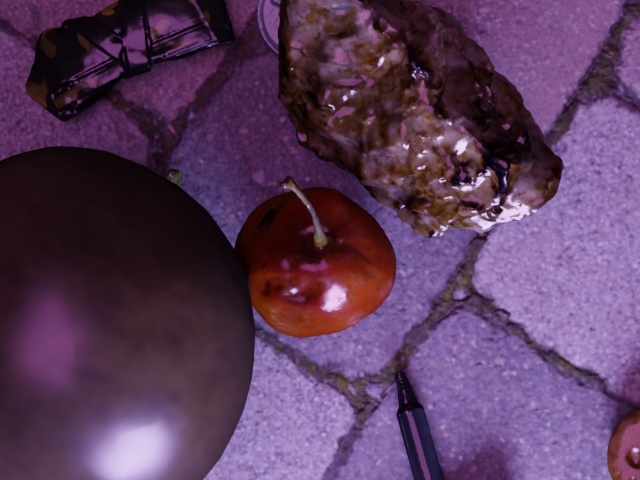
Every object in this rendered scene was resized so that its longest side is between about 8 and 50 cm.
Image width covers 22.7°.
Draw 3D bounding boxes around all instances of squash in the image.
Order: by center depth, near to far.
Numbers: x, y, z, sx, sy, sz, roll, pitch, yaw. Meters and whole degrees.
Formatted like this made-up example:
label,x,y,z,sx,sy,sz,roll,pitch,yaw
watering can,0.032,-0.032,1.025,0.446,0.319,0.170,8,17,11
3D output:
label,x,y,z,sx,sy,sz,roll,pitch,yaw
squash,-0.178,-0.040,1.690,0.027,0.027,0.089,44,90,6

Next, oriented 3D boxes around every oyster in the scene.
label,x,y,z,sx,sy,sz,roll,pitch,yaw
oyster,0.052,-0.151,1.574,0.204,0.111,0.396,-42,90,14

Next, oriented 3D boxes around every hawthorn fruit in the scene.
label,x,y,z,sx,sy,sz,roll,pitch,yaw
hawthorn fruit,0.000,0.000,1.539,0.165,0.285,0.165,2,71,-5

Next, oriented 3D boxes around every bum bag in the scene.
label,x,y,z,sx,sy,sz,roll,pitch,yaw
bum bag,-0.208,-0.207,1.679,0.233,0.060,0.106,-23,78,5

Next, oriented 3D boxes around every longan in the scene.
label,x,y,z,sx,sy,sz,roll,pitch,yaw
longan,-0.254,0.103,1.544,0.405,0.336,0.404,4,105,17

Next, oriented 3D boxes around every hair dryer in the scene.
label,x,y,z,sx,sy,sz,roll,pitch,yaw
hair dryer,0.090,0.241,1.647,0.173,0.050,0.194,-29,82,6

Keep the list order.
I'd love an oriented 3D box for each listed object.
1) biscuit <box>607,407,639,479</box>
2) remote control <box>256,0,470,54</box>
label,x,y,z,sx,sy,sz,roll,pitch,yaw
biscuit,0.381,0.318,1.602,0.262,0.052,0.277,26,94,12
remote control,0.051,-0.203,1.646,0.247,0.052,0.104,27,95,7
